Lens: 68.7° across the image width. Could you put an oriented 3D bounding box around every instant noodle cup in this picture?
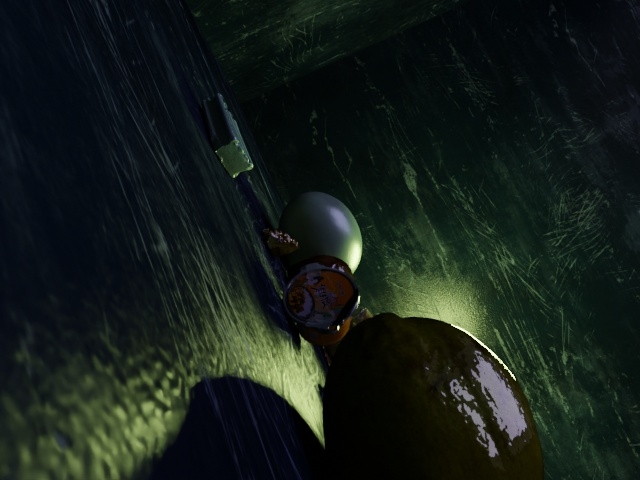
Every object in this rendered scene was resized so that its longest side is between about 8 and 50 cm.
[{"bbox_3d":[0.005,0.168,1.111,0.208,0.178,0.125,-86,173,-46],"label":"instant noodle cup"}]

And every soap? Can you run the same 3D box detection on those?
[{"bbox_3d":[-0.235,-0.261,1.162,0.114,0.063,0.198,63,2,-51],"label":"soap"}]

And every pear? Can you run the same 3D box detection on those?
[{"bbox_3d":[0.171,0.322,0.768,0.352,0.352,0.413,65,4,-72],"label":"pear"}]

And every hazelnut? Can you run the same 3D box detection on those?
[{"bbox_3d":[-0.006,0.126,1.408,0.208,0.208,0.208,-24,90,-90],"label":"hazelnut"}]

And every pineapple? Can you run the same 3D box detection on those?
[{"bbox_3d":[-0.125,0.004,1.265,0.114,0.077,0.114,28,-5,25],"label":"pineapple"}]

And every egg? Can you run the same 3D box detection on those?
[{"bbox_3d":[0.000,0.000,1.599,0.276,0.276,0.388,-114,179,-45],"label":"egg"}]

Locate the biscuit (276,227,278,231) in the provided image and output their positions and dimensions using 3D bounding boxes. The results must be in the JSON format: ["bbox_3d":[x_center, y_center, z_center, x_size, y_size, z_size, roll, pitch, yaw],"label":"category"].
[{"bbox_3d":[-0.119,0.039,1.856,0.048,0.026,0.292,61,-3,33],"label":"biscuit"}]

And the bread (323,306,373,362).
[{"bbox_3d":[0.110,0.337,1.521,0.246,0.196,0.176,63,-13,-1],"label":"bread"}]

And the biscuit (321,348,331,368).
[{"bbox_3d":[0.028,0.381,1.450,0.092,0.016,0.082,64,0,-27],"label":"biscuit"}]
